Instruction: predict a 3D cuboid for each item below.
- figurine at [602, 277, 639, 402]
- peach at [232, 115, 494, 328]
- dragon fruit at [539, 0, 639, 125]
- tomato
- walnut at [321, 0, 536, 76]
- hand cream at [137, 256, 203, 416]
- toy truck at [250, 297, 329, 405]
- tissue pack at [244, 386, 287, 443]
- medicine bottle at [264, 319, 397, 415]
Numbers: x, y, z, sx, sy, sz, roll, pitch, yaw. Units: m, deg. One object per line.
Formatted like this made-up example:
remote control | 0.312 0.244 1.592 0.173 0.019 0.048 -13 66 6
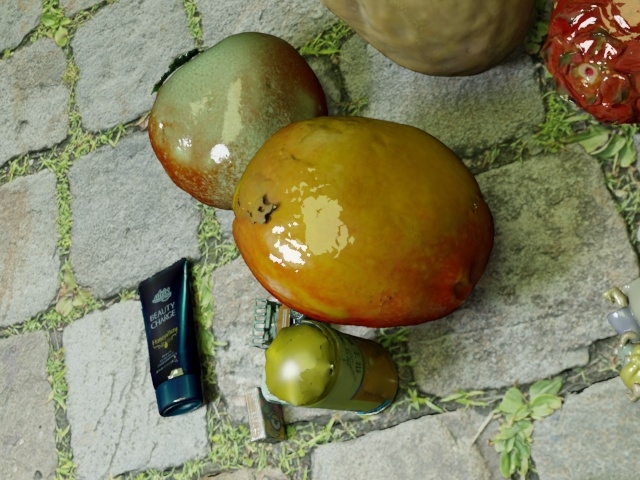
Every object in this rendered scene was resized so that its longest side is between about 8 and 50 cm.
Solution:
figurine | 0.457 0.158 1.176 0.155 0.127 0.235 -13 71 7
peach | 0.067 -0.027 1.333 0.373 0.373 0.289 19 101 33
dragon fruit | 0.422 -0.277 1.265 0.241 0.241 0.252 -1 64 30
tomato | -0.141 -0.195 1.553 0.304 0.239 0.303 -10 68 25
walnut | 0.160 -0.420 1.374 0.381 0.381 0.381 -9 71 28
hand cream | -0.258 0.168 1.633 0.120 0.061 0.270 -29 55 25
toy truck | -0.051 0.176 1.489 0.115 0.080 0.177 -7 71 34
tissue pack | -0.088 0.278 1.491 0.035 0.063 0.083 -25 63 26
medicine bottle | 0.015 0.185 1.354 0.124 0.239 0.124 -7 74 25
